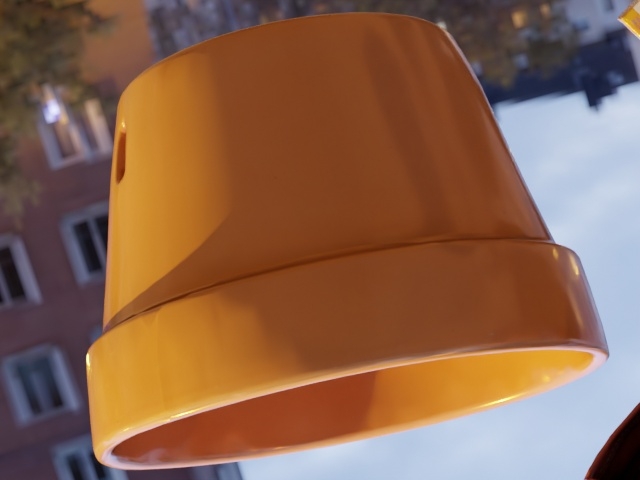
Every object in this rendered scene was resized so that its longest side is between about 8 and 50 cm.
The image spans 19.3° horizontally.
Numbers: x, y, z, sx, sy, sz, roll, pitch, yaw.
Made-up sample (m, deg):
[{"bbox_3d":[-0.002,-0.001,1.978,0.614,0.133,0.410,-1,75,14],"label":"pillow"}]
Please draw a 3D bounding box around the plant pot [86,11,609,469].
[{"bbox_3d":[0.000,0.000,1.064,0.290,0.203,0.291,-11,168,-2],"label":"plant pot"}]

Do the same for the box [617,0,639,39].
[{"bbox_3d":[0.317,-0.202,1.524,0.136,0.081,0.028,-47,-175,9],"label":"box"}]

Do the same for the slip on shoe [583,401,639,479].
[{"bbox_3d":[0.145,0.160,0.888,0.123,0.101,0.331,19,-117,49],"label":"slip on shoe"}]
